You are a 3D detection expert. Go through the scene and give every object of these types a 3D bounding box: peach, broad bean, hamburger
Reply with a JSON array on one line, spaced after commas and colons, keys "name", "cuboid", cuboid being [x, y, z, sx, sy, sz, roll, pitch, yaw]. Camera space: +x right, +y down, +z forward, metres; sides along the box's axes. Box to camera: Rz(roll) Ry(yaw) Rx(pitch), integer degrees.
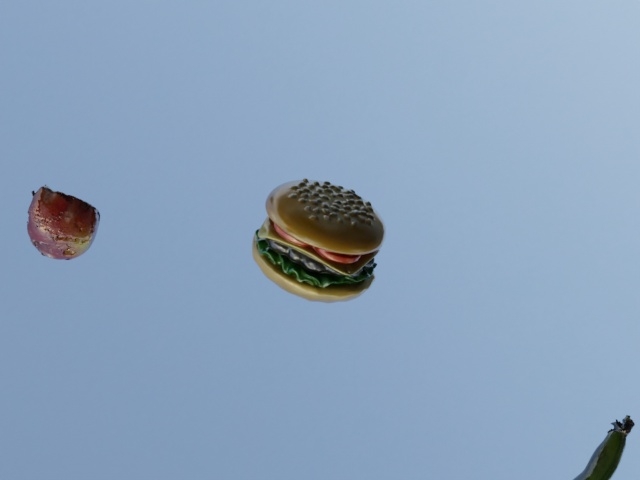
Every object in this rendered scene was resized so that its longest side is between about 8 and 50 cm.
[{"name": "peach", "cuboid": [-0.250, -0.020, 1.125, 0.077, 0.050, 0.083, -35, -44, -44]}, {"name": "broad bean", "cuboid": [0.340, 0.365, 1.546, 0.043, 0.297, 0.060, 33, -171, -24]}, {"name": "hamburger", "cuboid": [0.000, 0.000, 1.321, 0.162, 0.115, 0.162, 15, -151, -8]}]
